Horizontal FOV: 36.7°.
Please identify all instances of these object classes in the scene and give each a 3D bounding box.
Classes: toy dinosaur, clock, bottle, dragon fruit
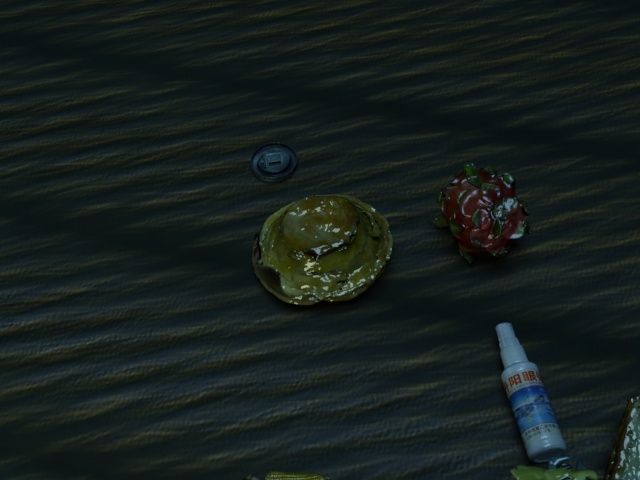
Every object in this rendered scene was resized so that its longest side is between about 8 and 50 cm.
[{"bbox_3d":[0.245,0.371,1.310,0.259,0.094,0.153,-5,52,19],"label":"toy dinosaur"},{"bbox_3d":[-0.083,-0.141,1.737,0.085,0.017,0.085,-2,55,2],"label":"clock"},{"bbox_3d":[0.302,0.220,1.429,0.060,0.060,0.217,-11,53,-4],"label":"bottle"},{"bbox_3d":[0.255,-0.058,1.596,0.137,0.135,0.236,-21,35,-11],"label":"dragon fruit"}]

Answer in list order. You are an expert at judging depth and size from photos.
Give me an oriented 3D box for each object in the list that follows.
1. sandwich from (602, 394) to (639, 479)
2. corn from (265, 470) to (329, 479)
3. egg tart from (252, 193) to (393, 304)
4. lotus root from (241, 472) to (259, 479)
[{"bbox_3d":[0.512,0.364,1.289,0.273,0.095,0.249,17,61,15],"label":"sandwich"},{"bbox_3d":[-0.033,0.348,1.375,0.092,0.037,0.037,-1,55,4],"label":"corn"},{"bbox_3d":[0.000,0.000,1.582,0.240,0.106,0.241,-4,52,5],"label":"egg tart"},{"bbox_3d":[-0.100,0.395,1.330,0.072,0.063,0.152,-18,58,25],"label":"lotus root"}]
